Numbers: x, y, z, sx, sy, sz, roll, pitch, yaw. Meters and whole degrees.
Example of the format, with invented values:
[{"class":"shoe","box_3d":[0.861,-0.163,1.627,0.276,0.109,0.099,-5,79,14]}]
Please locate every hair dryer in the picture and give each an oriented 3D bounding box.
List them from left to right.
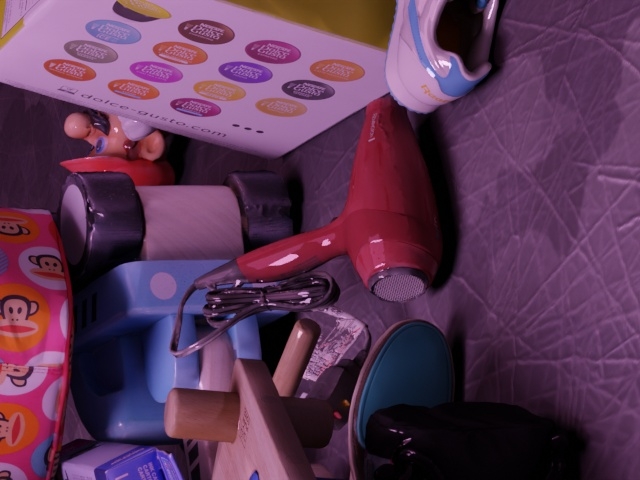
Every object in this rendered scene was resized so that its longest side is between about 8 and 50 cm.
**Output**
[{"class":"hair dryer","box_3d":[0.000,0.000,1.506,0.223,0.080,0.293,26,75,34]}]

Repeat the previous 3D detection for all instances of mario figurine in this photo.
[{"class":"mario figurine","box_3d":[-0.239,-0.188,2.103,0.198,0.170,0.320,67,-144,-71]}]

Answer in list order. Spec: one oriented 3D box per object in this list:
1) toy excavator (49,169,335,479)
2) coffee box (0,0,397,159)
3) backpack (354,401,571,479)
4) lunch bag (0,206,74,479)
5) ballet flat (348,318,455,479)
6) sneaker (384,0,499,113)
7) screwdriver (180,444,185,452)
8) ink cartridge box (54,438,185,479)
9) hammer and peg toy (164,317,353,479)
[{"class":"toy excavator","box_3d":[-0.120,0.145,1.703,0.433,0.222,0.445,-28,67,58]},{"class":"coffee box","box_3d":[-0.101,-0.313,1.674,0.334,0.337,0.338,-24,56,59]},{"class":"backpack","box_3d":[0.092,0.209,1.259,0.115,0.152,0.182,-143,56,-69]},{"class":"lunch bag","box_3d":[-0.316,0.113,1.699,0.258,0.120,0.293,-110,31,-54]},{"class":"ballet flat","box_3d":[0.054,0.186,1.397,0.086,0.086,0.248,-33,41,57]},{"class":"sneaker","box_3d":[0.110,-0.227,1.498,0.092,0.087,0.228,-19,68,54]},{"class":"screwdriver","box_3d":[-0.109,0.230,1.799,0.170,0.025,0.024,22,98,66]},{"class":"ink cartridge box","box_3d":[-0.173,0.282,1.623,0.311,0.065,0.186,-12,100,64]},{"class":"hammer and peg toy","box_3d":[-0.063,0.219,1.275,0.361,0.127,0.266,-119,38,-65]}]
